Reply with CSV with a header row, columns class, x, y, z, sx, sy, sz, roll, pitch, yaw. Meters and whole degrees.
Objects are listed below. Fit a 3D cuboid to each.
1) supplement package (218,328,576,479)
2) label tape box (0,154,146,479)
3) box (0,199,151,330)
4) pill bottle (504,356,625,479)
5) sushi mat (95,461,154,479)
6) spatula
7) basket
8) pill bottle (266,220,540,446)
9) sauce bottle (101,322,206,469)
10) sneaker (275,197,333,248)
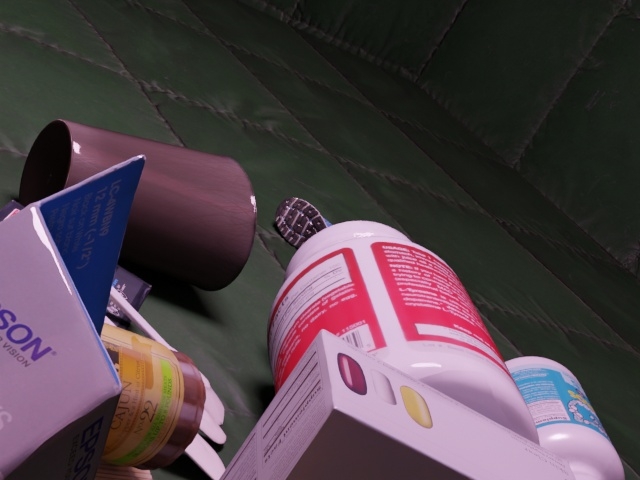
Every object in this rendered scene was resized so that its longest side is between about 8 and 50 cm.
class,x,y,z,sx,sy,sz,roll,pitch,yaw
supplement package,0.063,0.238,1.123,0.262,0.204,0.145,29,17,-14
label tape box,-0.188,0.141,0.621,0.115,0.249,0.348,39,45,18
box,-0.269,0.052,1.319,0.175,0.051,0.220,32,16,-5
pill bottle,0.264,0.252,1.568,0.146,0.146,0.264,28,17,-14
sushi mat,-0.270,0.156,1.074,0.317,0.019,0.151,19,22,-40
spatula,-0.166,0.115,1.264,0.242,0.019,0.168,48,16,-21
basket,-0.216,-0.049,1.553,0.227,0.154,0.204,17,21,-34
pill bottle,0.066,0.135,1.387,0.229,0.229,0.407,27,17,-18
sauce bottle,-0.235,0.094,1.021,0.344,0.111,0.111,25,16,-48
sneaker,0.000,0.000,2.001,0.162,0.063,0.073,40,-1,9
